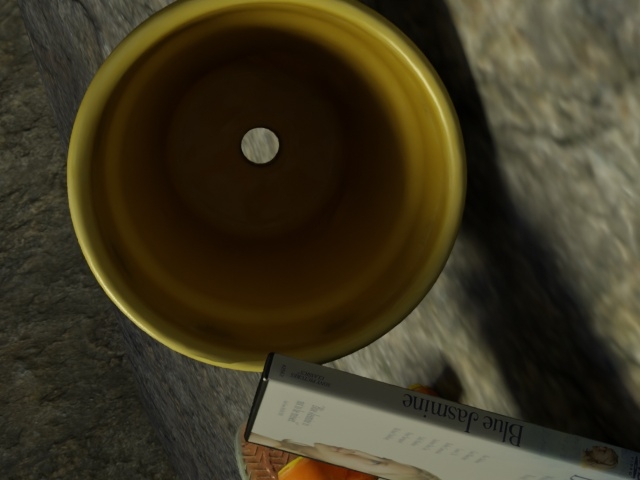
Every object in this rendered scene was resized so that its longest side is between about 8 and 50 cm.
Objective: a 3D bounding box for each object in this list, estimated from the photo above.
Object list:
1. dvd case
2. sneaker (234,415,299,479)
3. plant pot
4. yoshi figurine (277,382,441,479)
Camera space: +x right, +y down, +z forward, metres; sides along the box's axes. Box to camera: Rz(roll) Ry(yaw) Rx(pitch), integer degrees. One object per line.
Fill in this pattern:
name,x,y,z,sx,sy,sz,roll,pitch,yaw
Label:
dvd case,0.076,0.142,0.708,0.180,0.253,0.022,109,176,-66
sneaker,-0.050,0.409,1.585,0.302,0.108,0.121,62,158,9
plant pot,-0.043,-0.058,0.767,0.239,0.254,0.254,-117,7,-77
yoshi figurine,0.109,0.314,0.861,0.362,0.203,0.203,59,155,13
